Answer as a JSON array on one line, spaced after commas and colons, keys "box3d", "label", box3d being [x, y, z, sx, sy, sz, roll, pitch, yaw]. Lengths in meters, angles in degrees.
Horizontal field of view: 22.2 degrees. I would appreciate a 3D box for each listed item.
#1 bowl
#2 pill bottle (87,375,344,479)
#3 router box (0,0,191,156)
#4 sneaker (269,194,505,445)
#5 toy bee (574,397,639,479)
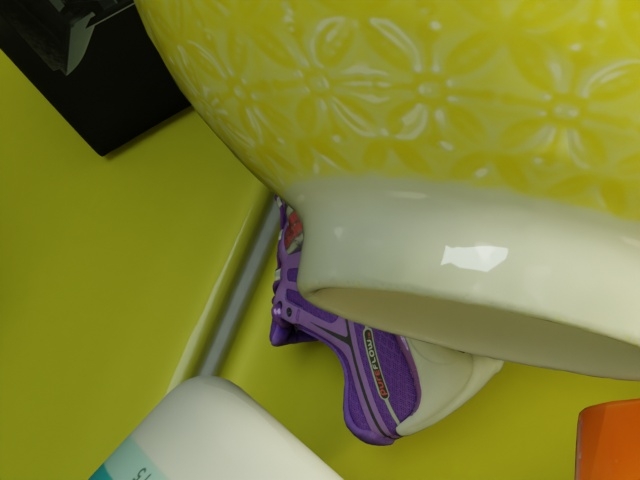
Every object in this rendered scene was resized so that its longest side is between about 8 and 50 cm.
[{"box3d": [0.066, -0.047, 0.468, 0.289, 0.289, 0.156, 8, 79, 23], "label": "bowl"}, {"box3d": [-0.071, 0.179, 0.486, 0.264, 0.146, 0.146, -47, 60, -7], "label": "pill bottle"}, {"box3d": [-0.049, -0.184, 0.557, 0.243, 0.309, 0.081, -29, 58, 4], "label": "router box"}, {"box3d": [0.000, 0.000, 0.597, 0.071, 0.068, 0.170, -41, 50, 21], "label": "sneaker"}, {"box3d": [0.226, 0.082, 0.443, 0.298, 0.162, 0.195, 11, 77, 50], "label": "toy bee"}]
